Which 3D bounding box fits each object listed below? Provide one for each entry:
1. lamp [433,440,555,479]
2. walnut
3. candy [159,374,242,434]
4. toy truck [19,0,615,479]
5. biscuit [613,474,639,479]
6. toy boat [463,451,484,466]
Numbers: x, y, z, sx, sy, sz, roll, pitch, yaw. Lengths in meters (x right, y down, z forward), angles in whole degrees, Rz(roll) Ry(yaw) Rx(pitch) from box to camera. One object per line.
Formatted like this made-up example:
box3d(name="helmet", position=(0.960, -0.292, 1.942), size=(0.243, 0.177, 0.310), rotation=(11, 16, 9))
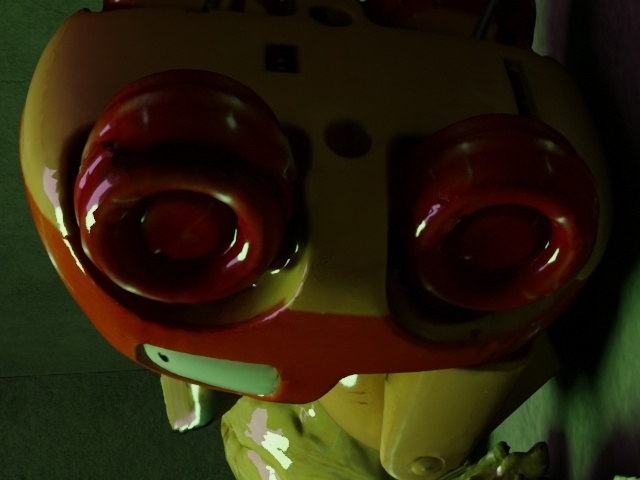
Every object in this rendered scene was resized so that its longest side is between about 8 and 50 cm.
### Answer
box3d(name="lamp", position=(0.064, 0.174, 0.496), size=(0.156, 0.134, 0.157), rotation=(89, 177, -62))
box3d(name="walnut", position=(0.019, 0.123, 0.857), size=(0.222, 0.195, 0.195), rotation=(-123, 30, -70))
box3d(name="candy", position=(-0.006, 0.020, 0.739), size=(0.101, 0.271, 0.143), rotation=(39, -147, -46))
box3d(name="toy truck", position=(0.000, 0.000, 0.527), size=(0.189, 0.264, 0.239), rotation=(-94, 14, -46))
box3d(name="biscuit", position=(0.108, 0.128, 0.283), size=(0.250, 0.046, 0.147), rotation=(98, -177, -77))
box3d(name="toy boat", position=(0.068, 0.210, 0.620), size=(0.078, 0.134, 0.208), rotation=(28, 139, 43))
